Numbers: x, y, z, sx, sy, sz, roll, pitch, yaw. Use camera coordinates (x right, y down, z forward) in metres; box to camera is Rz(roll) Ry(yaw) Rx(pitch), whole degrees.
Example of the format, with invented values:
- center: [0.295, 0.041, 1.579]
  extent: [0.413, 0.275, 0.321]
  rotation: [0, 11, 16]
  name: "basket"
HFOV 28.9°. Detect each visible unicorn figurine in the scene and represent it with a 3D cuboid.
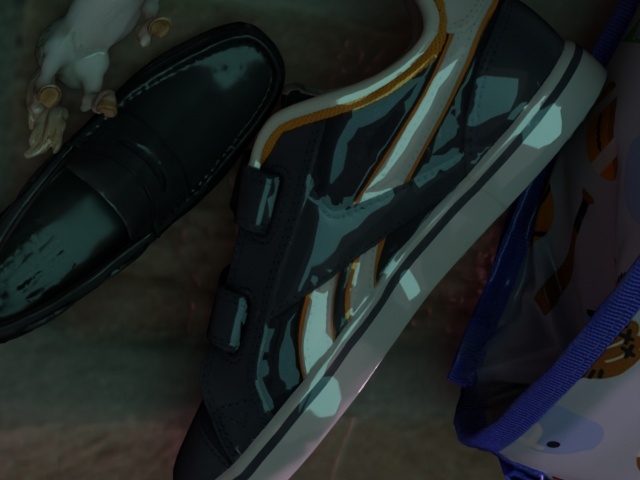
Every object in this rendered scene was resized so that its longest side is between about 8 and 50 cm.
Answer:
- center: [-0.098, -0.119, 0.627]
  extent: [0.162, 0.111, 0.060]
  rotation: [-33, 119, 10]
  name: "unicorn figurine"

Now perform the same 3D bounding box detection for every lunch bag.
- center: [0.284, -0.001, 0.643]
  extent: [0.327, 0.239, 0.386]
  rotation: [20, 113, -9]
  name: "lunch bag"

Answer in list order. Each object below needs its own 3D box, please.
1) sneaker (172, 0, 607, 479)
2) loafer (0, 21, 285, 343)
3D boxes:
- center: [0.000, 0.000, 0.655]
  extent: [0.127, 0.126, 0.321]
  rotation: [37, 97, -6]
  name: "sneaker"
- center: [-0.103, -0.027, 0.647]
  extent: [0.223, 0.078, 0.076]
  rotation: [-42, 107, -2]
  name: "loafer"
